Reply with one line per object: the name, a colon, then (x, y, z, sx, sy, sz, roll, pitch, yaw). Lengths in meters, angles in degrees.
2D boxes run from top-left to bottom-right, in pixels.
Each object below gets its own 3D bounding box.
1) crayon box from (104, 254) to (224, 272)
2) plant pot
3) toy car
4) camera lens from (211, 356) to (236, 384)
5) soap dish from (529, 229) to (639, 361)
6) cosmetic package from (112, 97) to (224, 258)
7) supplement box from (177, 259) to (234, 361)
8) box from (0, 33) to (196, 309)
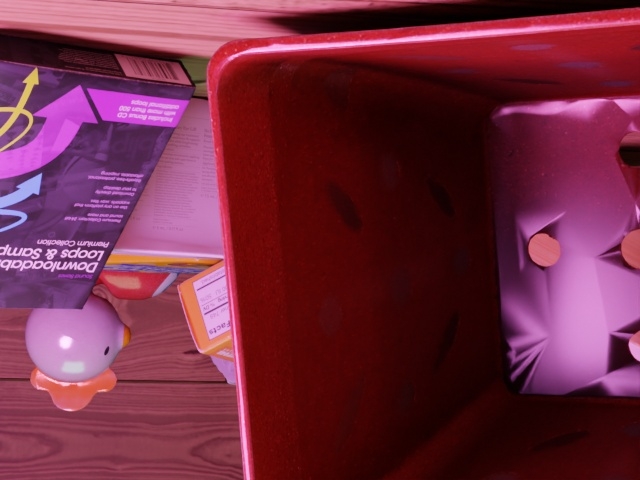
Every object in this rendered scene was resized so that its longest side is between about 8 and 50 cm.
crayon box: (-0.121, -0.012, 1.457, 0.323, 0.083, 0.203, -3, 175, 43)
plant pot: (0.128, 0.022, 0.727, 0.267, 0.267, 0.236, -1, -170, 26)
toy car: (-0.266, 0.081, 1.757, 0.210, 0.238, 0.219, 1, 177, -2)
camera lens: (0.018, 0.084, 1.844, 0.274, 0.219, 0.219, 5, 175, -44)
soap dish: (0.246, 0.043, 1.058, 0.229, 0.118, 0.291, 21, -173, -36)
cosmetic package: (-0.152, -0.042, 0.870, 0.239, 0.098, 0.060, 5, 178, -38)
supplement box: (-0.007, 0.026, 1.313, 0.233, 0.080, 0.078, -26, 157, 22)
box: (-0.148, -0.030, 0.774, 0.116, 0.029, 0.162, 3, 131, -38)
